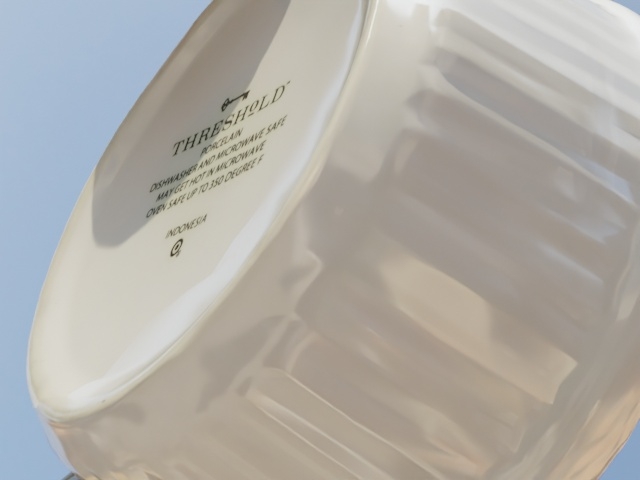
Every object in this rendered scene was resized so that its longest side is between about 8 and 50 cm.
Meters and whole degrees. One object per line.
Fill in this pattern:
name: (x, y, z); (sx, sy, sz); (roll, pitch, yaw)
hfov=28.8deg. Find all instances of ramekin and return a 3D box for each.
ramekin: (0.000, 0.000, 0.469); (0.127, 0.273, 0.273); (32, -48, -25)

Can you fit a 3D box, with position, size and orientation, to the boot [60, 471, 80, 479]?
boot: (-0.070, 0.253, 0.607); (0.091, 0.263, 0.229); (-20, -54, 29)
